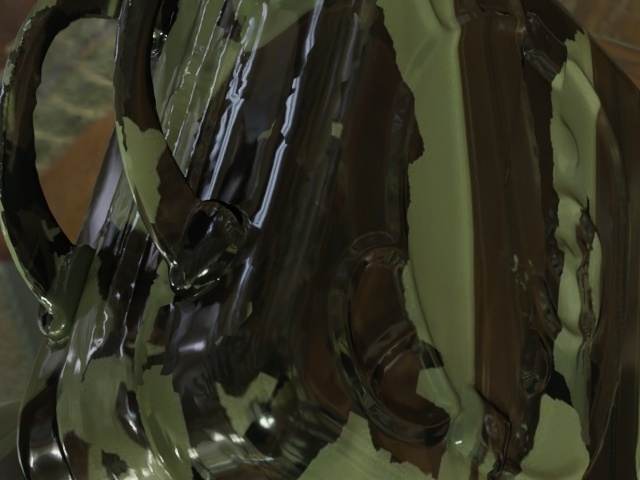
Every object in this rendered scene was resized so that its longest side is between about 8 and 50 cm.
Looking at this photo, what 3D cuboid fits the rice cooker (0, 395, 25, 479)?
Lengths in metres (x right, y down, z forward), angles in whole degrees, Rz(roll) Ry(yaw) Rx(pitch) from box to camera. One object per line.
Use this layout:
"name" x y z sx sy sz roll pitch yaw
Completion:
"rice cooker" -0.135 0.273 0.995 0.325 0.335 0.335 21 100 20

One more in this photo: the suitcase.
"suitcase" 0.000 0.000 0.772 0.194 0.339 0.351 -20 45 39
